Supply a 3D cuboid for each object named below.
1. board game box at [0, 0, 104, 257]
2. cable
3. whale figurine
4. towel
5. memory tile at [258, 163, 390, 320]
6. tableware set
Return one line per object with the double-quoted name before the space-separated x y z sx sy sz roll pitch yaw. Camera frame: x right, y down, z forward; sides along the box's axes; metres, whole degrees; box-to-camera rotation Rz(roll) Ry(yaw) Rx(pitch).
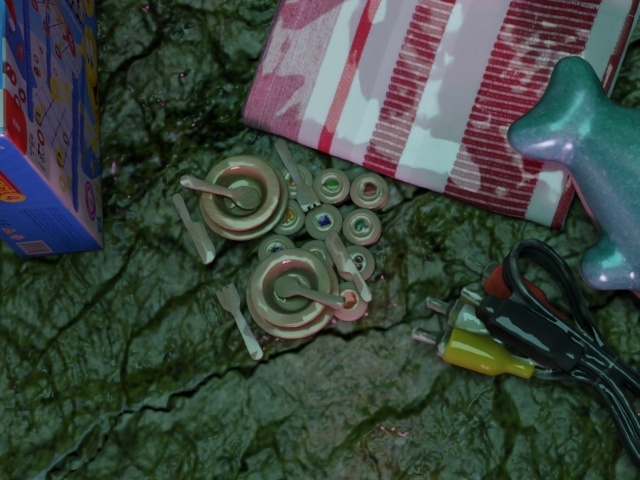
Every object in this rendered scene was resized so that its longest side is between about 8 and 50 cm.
"board game box" -0.277 -0.173 1.206 0.086 0.308 0.302 -6 73 4
"cable" 0.230 0.106 1.198 0.287 0.072 0.139 34 66 8
"whale figurine" 0.298 -0.050 1.161 0.272 0.141 0.216 39 82 -2
"towel" 0.108 -0.170 1.262 0.329 0.037 0.237 20 99 12
"memory tile" 0.000 0.000 1.273 0.113 0.012 0.148 8 74 10
"tableware set" -0.052 0.000 1.251 0.128 0.039 0.194 -28 71 -2
